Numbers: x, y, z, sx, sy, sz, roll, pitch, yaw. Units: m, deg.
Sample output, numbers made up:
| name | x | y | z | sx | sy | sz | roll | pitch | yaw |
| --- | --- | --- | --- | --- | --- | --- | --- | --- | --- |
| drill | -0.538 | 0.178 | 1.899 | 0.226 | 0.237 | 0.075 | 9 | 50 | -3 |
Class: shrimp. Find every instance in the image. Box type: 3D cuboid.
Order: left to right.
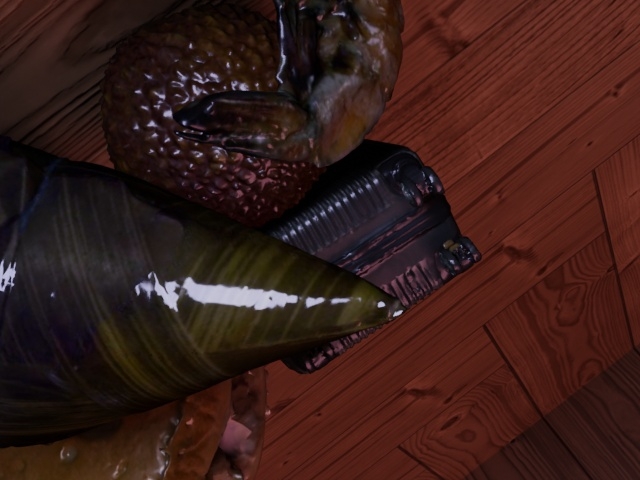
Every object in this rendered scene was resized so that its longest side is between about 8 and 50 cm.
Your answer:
| name | x | y | z | sx | sy | sz | roll | pitch | yaw |
| --- | --- | --- | --- | --- | --- | --- | --- | --- | --- |
| shrimp | -0.069 | -0.158 | 0.779 | 0.365 | 0.233 | 0.071 | -9 | 174 | -45 |

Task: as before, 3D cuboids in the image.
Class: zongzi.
| name | x | y | z | sx | sy | sz | roll | pitch | yaw |
| --- | --- | --- | --- | --- | --- | --- | --- | --- | --- |
| zongzi | -0.138 | 0.075 | 0.888 | 0.403 | 0.432 | 0.208 | 74 | 28 | -66 |

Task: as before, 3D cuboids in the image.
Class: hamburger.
| name | x | y | z | sx | sy | sz | roll | pitch | yaw |
| --- | --- | --- | --- | --- | --- | --- | --- | --- | --- |
| hamburger | -0.215 | 0.265 | 1.209 | 0.445 | 0.287 | 0.268 | -38 | 155 | 8 |

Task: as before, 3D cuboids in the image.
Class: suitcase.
| name | x | y | z | sx | sy | sz | roll | pitch | yaw |
| --- | --- | --- | --- | --- | --- | --- | --- | --- | --- |
| suitcase | 0.000 | 0.000 | 1.049 | 0.202 | 0.128 | 0.312 | -33 | -165 | -8 |

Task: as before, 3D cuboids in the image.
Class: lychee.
| name | x | y | z | sx | sy | sz | roll | pitch | yaw |
| --- | --- | --- | --- | --- | --- | --- | --- | --- | --- |
| lychee | -0.076 | -0.094 | 0.920 | 0.194 | 0.194 | 0.194 | -28 | 152 | -16 |
